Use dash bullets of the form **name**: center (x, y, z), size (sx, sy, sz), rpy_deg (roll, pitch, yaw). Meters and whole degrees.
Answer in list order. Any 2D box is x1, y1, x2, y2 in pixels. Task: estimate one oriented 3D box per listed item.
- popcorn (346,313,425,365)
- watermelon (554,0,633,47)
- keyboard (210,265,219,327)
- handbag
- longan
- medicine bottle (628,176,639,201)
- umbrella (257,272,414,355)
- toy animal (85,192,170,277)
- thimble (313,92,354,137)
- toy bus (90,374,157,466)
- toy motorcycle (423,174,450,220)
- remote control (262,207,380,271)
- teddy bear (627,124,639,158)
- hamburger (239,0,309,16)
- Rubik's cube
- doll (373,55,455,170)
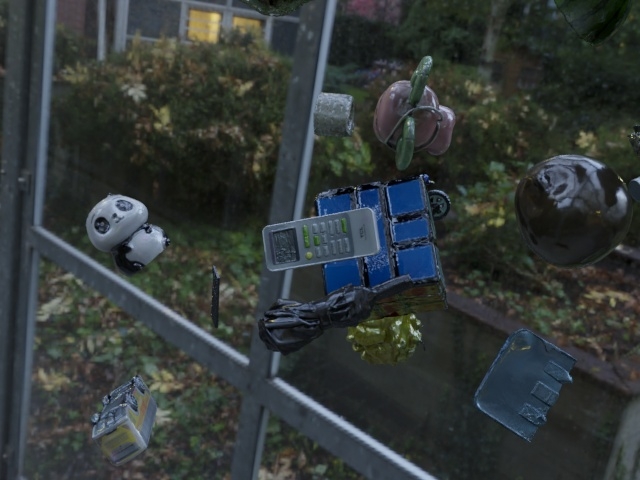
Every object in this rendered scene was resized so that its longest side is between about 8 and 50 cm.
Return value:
- **popcorn**: center (0.201, 0.258, 2.108), size (0.225, 0.249, 0.249), rpy_deg (8, 12, 36)
- **watermelon**: center (0.624, -0.637, 1.656), size (0.189, 0.331, 0.330), rpy_deg (-32, -5, 27)
- **keyboard**: center (-0.314, 0.170, 2.116), size (0.013, 0.204, 0.061), rpy_deg (-8, 41, -19)
- **handbag**: center (0.483, 0.339, 1.669), size (0.179, 0.229, 0.062), rpy_deg (31, -10, 8)
- **longan**: center (0.644, -0.080, 1.819), size (0.297, 0.297, 0.297), rpy_deg (8, 15, -2)
- **medicine bottle**: center (0.778, -0.131, 1.659), size (0.091, 0.058, 0.058), rpy_deg (-21, 21, -9)
- **umbrella**: center (0.032, 0.142, 1.482), size (0.340, 0.118, 0.118), rpy_deg (-23, 17, 1)
- **toy animal**: center (-0.578, -0.022, 2.097), size (0.187, 0.235, 0.165), rpy_deg (-45, 18, -23)
- **thimble**: center (0.035, -0.298, 1.691), size (0.090, 0.102, 0.115), rpy_deg (7, 51, 7)
- **toy bus**: center (-0.386, 0.353, 1.422), size (0.092, 0.106, 0.268), rpy_deg (-31, 8, -5)
- **toy motorcycle**: center (0.247, -0.046, 2.098), size (0.168, 0.315, 0.113), rpy_deg (35, 15, -7)
- **remote control**: center (0.000, 0.000, 1.491), size (0.250, 0.103, 0.034), rpy_deg (-9, -5, 19)
- **teddy bear**: center (0.897, -0.378, 1.702), size (0.224, 0.368, 0.357), rpy_deg (-10, 7, 0)
- **hamburger**: center (-0.056, -0.581, 1.382), size (0.265, 0.285, 0.134), rpy_deg (36, -16, 18)
- **Rubik's cube**: center (0.156, 0.031, 1.773), size (0.283, 0.289, 0.293), rpy_deg (-10, -23, 8)
- **doll**: center (0.246, -0.311, 1.791), size (0.216, 0.284, 0.268), rpy_deg (12, 2, 0)
